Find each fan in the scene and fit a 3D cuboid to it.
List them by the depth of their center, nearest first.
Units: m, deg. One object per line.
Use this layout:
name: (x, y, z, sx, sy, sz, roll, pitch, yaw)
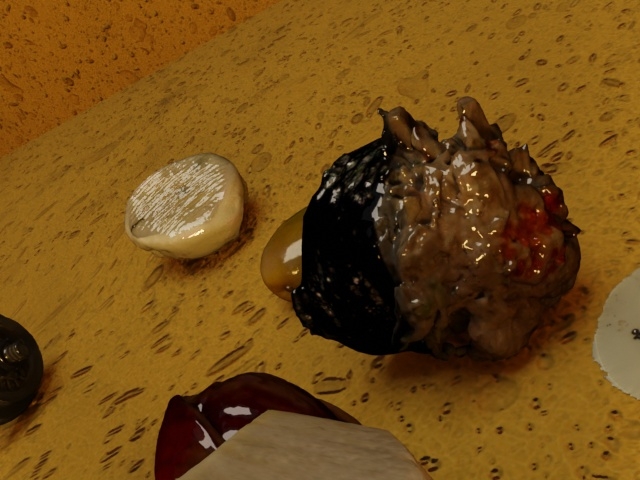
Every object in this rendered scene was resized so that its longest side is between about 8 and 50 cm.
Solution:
fan: (0.375, 0.023, 0.579, 0.329, 0.009, 0.191, -39, 28, -2)

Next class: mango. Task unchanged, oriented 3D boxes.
mango: (0.000, 0.000, 0.933, 0.130, 0.091, 0.194, -11, 28, 40)

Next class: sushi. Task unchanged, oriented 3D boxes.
sushi: (0.112, 0.007, 0.660, 0.219, 0.238, 0.225, 5, 64, 44)

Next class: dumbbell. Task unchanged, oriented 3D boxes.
dumbbell: (-0.569, 0.219, 1.091, 0.290, 0.192, 0.192, -24, 31, 18)

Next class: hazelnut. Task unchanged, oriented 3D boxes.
hazelnut: (-0.044, 0.185, 0.600, 0.202, 0.170, 0.160, -24, -28, -53)

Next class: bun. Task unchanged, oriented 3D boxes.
bun: (-0.216, -0.048, 1.192, 0.237, 0.116, 0.210, 23, 65, 38)

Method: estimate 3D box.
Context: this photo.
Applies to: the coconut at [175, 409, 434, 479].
coconut: (-0.001, 0.258, 0.348, 0.323, 0.323, 0.323, -26, 30, 16)
